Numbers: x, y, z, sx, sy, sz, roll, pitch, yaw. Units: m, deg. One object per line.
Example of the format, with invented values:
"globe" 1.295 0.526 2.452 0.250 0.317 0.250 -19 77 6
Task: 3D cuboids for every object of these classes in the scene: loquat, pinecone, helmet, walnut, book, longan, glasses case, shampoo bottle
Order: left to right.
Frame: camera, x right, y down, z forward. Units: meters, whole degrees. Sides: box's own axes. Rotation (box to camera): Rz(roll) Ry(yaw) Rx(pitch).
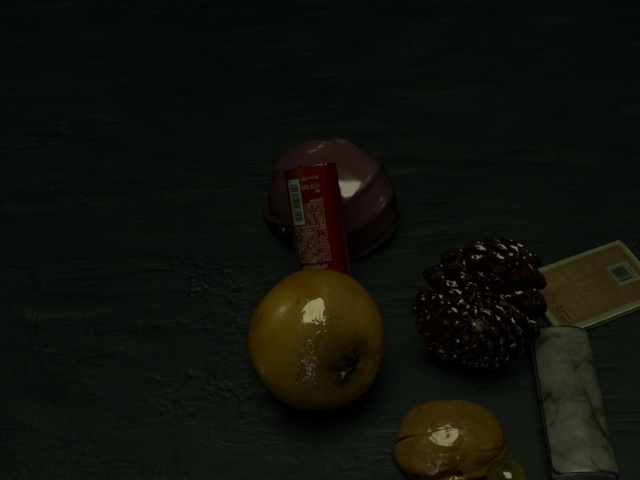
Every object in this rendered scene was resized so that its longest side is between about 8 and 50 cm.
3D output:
"loquat" -0.006 0.181 1.514 0.263 0.263 0.263 -4 49 5
"shampoo bottle" 0.000 -0.001 1.670 0.118 0.314 0.076 -7 3 29
"helmet" 0.012 -0.117 1.822 0.338 0.197 0.271 31 62 29
"walnut" 0.228 0.341 1.460 0.211 0.087 0.167 -10 45 -1
"pinecone" 0.317 0.110 1.573 0.246 0.246 0.292 23 37 26
"longan" 0.324 0.410 1.405 0.083 0.075 0.075 20 40 -30
"glasses case" 0.453 0.293 1.486 0.114 0.060 0.299 -3 49 6
"book" 0.550 0.096 1.672 0.242 0.018 0.170 -19 48 -9
